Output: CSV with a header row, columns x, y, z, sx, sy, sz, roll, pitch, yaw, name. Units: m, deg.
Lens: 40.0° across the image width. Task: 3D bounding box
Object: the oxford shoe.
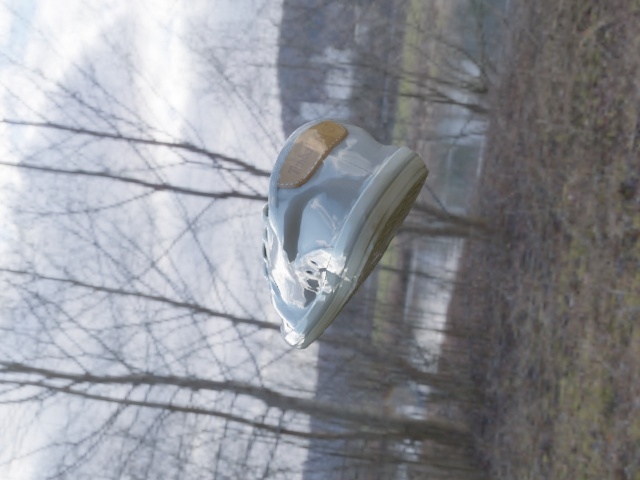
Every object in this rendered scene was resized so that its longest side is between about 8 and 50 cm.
x,y,z,sx,sy,sz,roll,pitch,yaw,name
0.000,0.000,0.930,0.169,0.130,0.449,-55,-6,-20,oxford shoe
